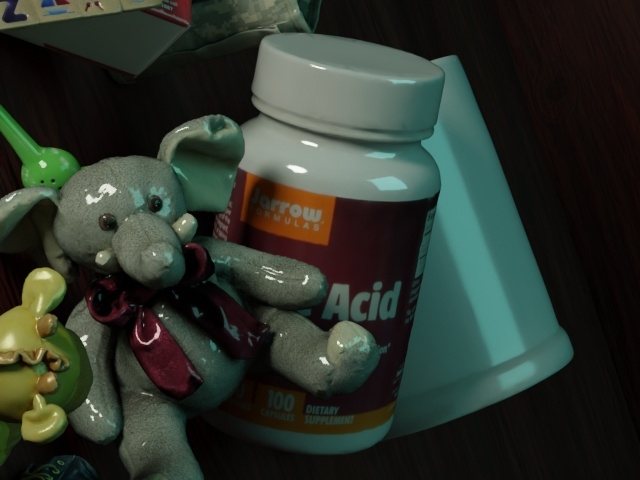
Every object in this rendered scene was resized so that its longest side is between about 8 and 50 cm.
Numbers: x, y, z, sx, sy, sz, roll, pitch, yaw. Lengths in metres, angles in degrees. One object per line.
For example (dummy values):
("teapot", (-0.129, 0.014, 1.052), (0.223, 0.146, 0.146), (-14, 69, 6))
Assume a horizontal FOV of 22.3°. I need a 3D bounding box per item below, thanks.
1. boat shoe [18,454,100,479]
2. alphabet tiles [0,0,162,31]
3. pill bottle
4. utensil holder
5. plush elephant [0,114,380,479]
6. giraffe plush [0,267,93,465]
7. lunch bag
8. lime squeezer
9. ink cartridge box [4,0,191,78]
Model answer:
("boat shoe", (-0.243, 0.218, 1.378), (0.183, 0.065, 0.083), (46, 29, -57))
("alphabet tiles", (-0.281, -0.271, 1.439), (0.237, 0.009, 0.198), (-14, 69, -28))
("pill bottle", (0.000, 0.000, 1.663), (0.224, 0.224, 0.392), (-33, 136, -66))
("utensil holder", (0.085, 0.009, 1.930), (0.327, 0.327, 0.385), (-27, 99, -67))
("plush elephant", (-0.145, 0.034, 1.458), (0.330, 0.272, 0.255), (47, -15, 47))
("giraffe plush", (-0.256, 0.100, 1.273), (0.210, 0.170, 0.181), (-30, 103, -67))
("lunch bag", (-0.121, -0.312, 1.774), (0.169, 0.235, 0.287), (56, 28, -48))
("lime squeezer", (-0.250, -0.072, 1.578), (0.110, 0.059, 0.310), (51, 12, 30))
("ink cartridge box", (-0.236, -0.323, 1.589), (0.197, 0.114, 0.273), (18, 56, -32))
